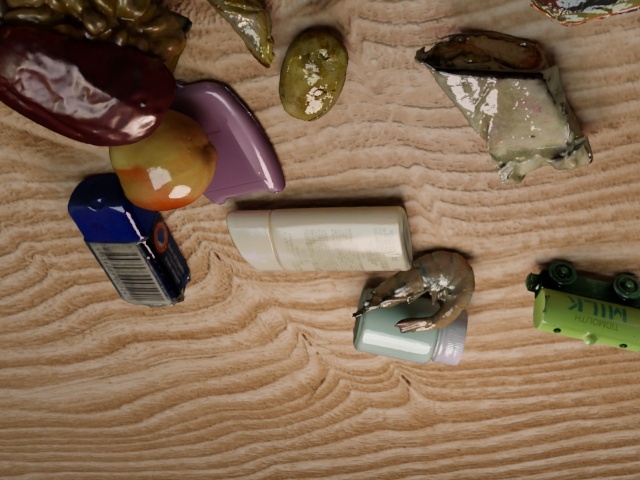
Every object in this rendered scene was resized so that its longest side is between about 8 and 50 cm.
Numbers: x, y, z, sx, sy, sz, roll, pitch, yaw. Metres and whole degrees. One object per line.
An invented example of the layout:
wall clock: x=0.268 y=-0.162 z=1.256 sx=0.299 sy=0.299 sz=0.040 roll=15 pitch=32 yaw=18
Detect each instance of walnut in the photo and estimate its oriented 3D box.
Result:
walnut: x=-0.327 y=-0.253 z=1.227 sx=0.268 sy=0.222 sz=0.244 roll=11 pitch=149 yaw=-32

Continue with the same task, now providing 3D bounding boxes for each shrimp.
shrimp: x=0.196 y=0.122 z=1.853 sx=0.254 sy=0.059 sz=0.145 roll=-35 pitch=91 yaw=6

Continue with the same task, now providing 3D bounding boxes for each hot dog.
hot dog: x=-0.110 y=-0.341 z=1.421 sx=0.061 sy=0.078 sz=0.169 roll=-44 pitch=128 yaw=-1

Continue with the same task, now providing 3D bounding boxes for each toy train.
toy train: x=0.523 y=0.136 z=1.795 sx=0.253 sy=0.157 sz=0.105 roll=13 pitch=142 yaw=-3

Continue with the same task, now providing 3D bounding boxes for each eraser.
eraser: x=-0.390 y=0.007 z=1.894 sx=0.154 sy=0.102 sz=0.332 roll=-1 pitch=139 yaw=17

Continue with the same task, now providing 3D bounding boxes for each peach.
peach: x=-0.268 y=-0.139 z=1.576 sx=0.184 sy=0.184 sz=0.184 roll=6 pitch=142 yaw=5

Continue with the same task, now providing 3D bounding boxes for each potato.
potato: x=-0.014 y=-0.264 z=1.486 sx=0.107 sy=0.080 sz=0.170 roll=28 pitch=141 yaw=-2

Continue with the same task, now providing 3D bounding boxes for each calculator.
calculator: x=-0.192 y=-0.172 z=1.669 sx=0.194 sy=0.043 sz=0.294 roll=-9 pitch=136 yaw=25

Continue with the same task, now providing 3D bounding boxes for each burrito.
burrito: x=0.306 y=-0.218 z=1.454 sx=0.175 sy=0.107 sz=0.348 roll=-29 pitch=131 yaw=19

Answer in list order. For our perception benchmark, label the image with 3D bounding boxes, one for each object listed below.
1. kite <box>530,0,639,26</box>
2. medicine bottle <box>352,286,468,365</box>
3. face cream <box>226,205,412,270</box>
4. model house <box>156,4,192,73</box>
kite: x=0.380 y=-0.430 z=1.240 sx=0.377 sy=0.013 sz=0.327 roll=23 pitch=140 yaw=-12
medicine bottle: x=0.188 y=0.185 z=1.949 sx=0.225 sy=0.139 sz=0.139 roll=11 pitch=142 yaw=-1
face cream: x=0.000 y=0.000 z=1.807 sx=0.348 sy=0.081 sz=0.174 roll=-1 pitch=141 yaw=14
model house: x=-0.351 y=-0.298 z=1.474 sx=0.267 sy=0.174 sz=0.239 roll=20 pitch=179 yaw=-4
